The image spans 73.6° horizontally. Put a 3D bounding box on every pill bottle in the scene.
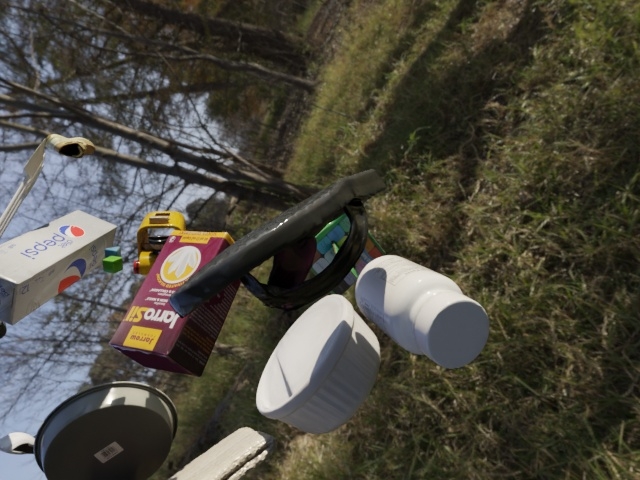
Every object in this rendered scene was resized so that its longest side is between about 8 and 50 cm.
[{"bbox_3d":[0.156,0.109,0.693,0.131,0.131,0.229,-70,20,4],"label":"pill bottle"}]

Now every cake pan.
[{"bbox_3d":[-0.465,0.451,0.950,0.054,0.293,0.293,39,112,57],"label":"cake pan"}]

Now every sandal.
[{"bbox_3d":[0.002,-0.001,0.551,0.167,0.107,0.445,-31,2,32],"label":"sandal"}]

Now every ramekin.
[{"bbox_3d":[0.002,0.254,0.859,0.273,0.127,0.273,-46,14,15],"label":"ramekin"}]

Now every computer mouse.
[{"bbox_3d":[-0.761,0.532,1.124,0.193,0.105,0.042,79,-149,-63],"label":"computer mouse"}]

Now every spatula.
[{"bbox_3d":[-0.605,-0.077,0.846,0.168,0.019,0.242,-18,50,50],"label":"spatula"}]

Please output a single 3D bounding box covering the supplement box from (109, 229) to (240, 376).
[{"bbox_3d":[-0.191,0.083,0.606,0.081,0.104,0.188,63,-143,-48],"label":"supplement box"}]

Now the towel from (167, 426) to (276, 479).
[{"bbox_3d":[-0.222,0.447,0.790,0.282,0.049,0.187,-26,-3,-31],"label":"towel"}]

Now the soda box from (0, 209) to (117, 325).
[{"bbox_3d":[-0.521,0.037,0.825,0.286,0.098,0.091,-72,6,-68],"label":"soda box"}]

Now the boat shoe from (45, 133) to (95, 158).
[{"bbox_3d":[-0.589,-0.218,1.023,0.050,0.045,0.135,-52,-8,15],"label":"boat shoe"}]

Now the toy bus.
[{"bbox_3d":[-0.324,0.001,0.870,0.191,0.202,0.105,-26,-57,-57],"label":"toy bus"}]

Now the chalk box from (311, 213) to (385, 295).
[{"bbox_3d":[0.033,0.012,1.135,0.179,0.180,0.289,-42,25,-4],"label":"chalk box"}]

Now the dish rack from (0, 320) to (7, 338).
[{"bbox_3d":[-0.898,0.192,1.000,0.208,0.271,0.074,52,151,29],"label":"dish rack"}]
